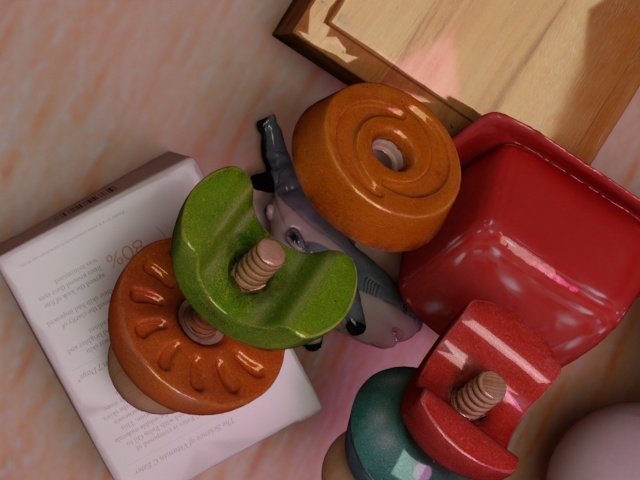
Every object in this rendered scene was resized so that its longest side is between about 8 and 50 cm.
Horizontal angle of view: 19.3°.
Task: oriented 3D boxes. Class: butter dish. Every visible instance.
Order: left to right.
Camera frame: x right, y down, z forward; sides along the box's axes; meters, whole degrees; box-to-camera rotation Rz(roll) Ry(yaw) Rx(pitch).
[{"bbox_3d":[0.115,0.027,1.121,0.160,0.160,0.118,31,53,-13],"label":"butter dish"}]

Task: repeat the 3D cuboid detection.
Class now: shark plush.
[{"bbox_3d":[0.000,0.000,1.176,0.067,0.073,0.161,-29,79,-28],"label":"shark plush"}]

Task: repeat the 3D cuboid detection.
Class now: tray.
[{"bbox_3d":[0.168,-0.245,1.164,0.203,0.076,0.411,32,87,-13],"label":"tray"}]

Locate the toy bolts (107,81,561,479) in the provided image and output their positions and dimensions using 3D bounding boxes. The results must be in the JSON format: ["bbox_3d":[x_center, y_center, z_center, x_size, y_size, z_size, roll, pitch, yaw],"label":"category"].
[{"bbox_3d":[0.011,0.052,1.055,0.228,0.158,0.218,42,47,-3],"label":"toy bolts"}]

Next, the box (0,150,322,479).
[{"bbox_3d":[-0.099,0.051,1.123,0.130,0.091,0.170,-28,100,-9],"label":"box"}]

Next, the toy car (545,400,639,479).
[{"bbox_3d":[0.228,0.140,1.182,0.238,0.210,0.219,-27,87,20],"label":"toy car"}]
